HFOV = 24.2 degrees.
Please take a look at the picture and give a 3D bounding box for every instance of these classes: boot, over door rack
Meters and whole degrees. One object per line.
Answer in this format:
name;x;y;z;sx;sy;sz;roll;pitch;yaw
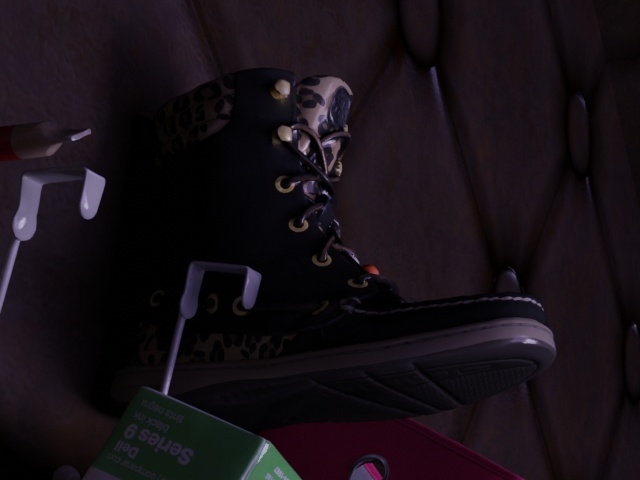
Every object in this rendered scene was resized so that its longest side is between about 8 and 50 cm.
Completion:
boot;0.000;0.000;1.199;0.138;0.377;0.284;31;54;-51
over door rack;-0.192;0.124;1.040;0.239;0.108;0.324;33;79;-59

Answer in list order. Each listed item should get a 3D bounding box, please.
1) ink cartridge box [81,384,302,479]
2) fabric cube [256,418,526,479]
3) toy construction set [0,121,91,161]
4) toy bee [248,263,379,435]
ink cartridge box;-0.116;0.280;1.024;0.289;0.121;0.211;-58;147;-20
fabric cube;0.043;0.313;1.280;0.258;0.254;0.259;-51;139;-17
toy construction set;-0.236;-0.101;0.860;0.309;0.237;0.257;15;73;-63
toy bee;-0.024;0.077;1.365;0.195;0.162;0.298;-61;140;-45
